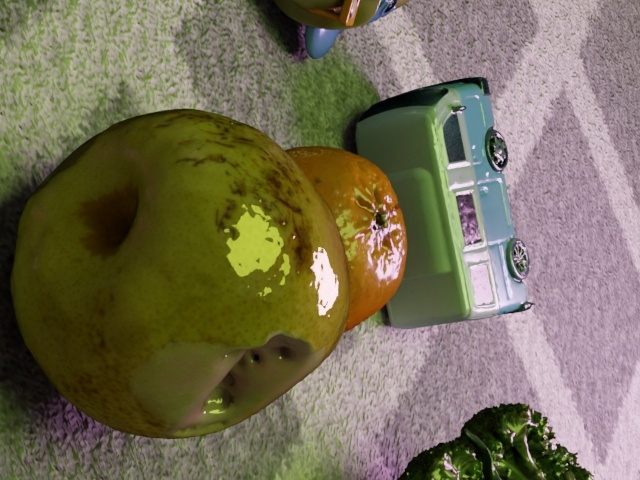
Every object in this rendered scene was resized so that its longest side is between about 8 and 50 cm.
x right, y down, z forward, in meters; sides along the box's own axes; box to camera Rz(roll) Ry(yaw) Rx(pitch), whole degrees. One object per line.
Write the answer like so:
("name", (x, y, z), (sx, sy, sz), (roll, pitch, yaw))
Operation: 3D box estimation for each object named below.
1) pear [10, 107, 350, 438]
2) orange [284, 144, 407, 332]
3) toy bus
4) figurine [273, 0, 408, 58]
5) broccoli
("pear", (-0.102, 0.032, 1.301), (0.271, 0.271, 0.271), (32, 52, -52))
("orange", (0.000, 0.000, 1.587), (0.193, 0.161, 0.193), (28, 57, -58))
("toy bus", (0.128, -0.039, 1.857), (0.165, 0.133, 0.271), (-12, 91, -57))
("figurine", (0.043, -0.309, 1.790), (0.154, 0.180, 0.262), (43, 40, 0))
("broccoli", (0.186, 0.311, 1.668), (0.321, 0.283, 0.303), (-53, 137, -32))
